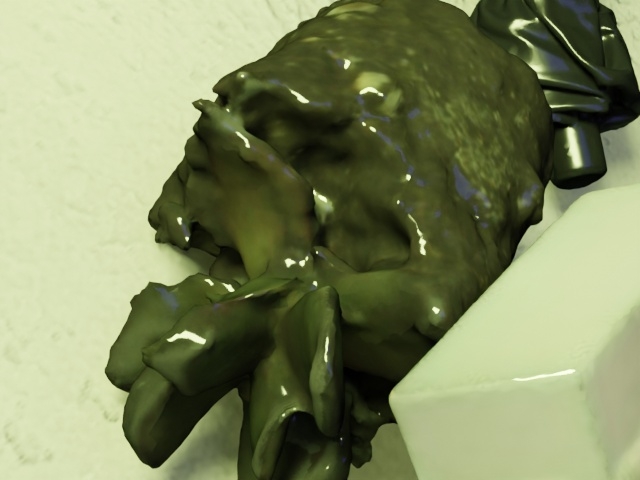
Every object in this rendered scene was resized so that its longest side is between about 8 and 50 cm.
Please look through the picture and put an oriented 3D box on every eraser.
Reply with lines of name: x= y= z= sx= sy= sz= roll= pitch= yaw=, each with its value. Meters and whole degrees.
eraser: x=0.174 y=0.179 z=0.580 sx=0.213 sy=0.082 sz=0.397 roll=-41 pitch=124 yaw=-34

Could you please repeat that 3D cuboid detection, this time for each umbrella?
umbrella: x=0.153 y=-0.170 z=0.786 sx=0.122 sy=0.110 sz=0.272 roll=-2 pitch=78 yaw=-29

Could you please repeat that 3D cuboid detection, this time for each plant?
plant: x=0.000 y=0.000 z=0.599 sx=0.188 sy=0.199 sz=0.276 roll=37 pitch=56 yaw=-5
